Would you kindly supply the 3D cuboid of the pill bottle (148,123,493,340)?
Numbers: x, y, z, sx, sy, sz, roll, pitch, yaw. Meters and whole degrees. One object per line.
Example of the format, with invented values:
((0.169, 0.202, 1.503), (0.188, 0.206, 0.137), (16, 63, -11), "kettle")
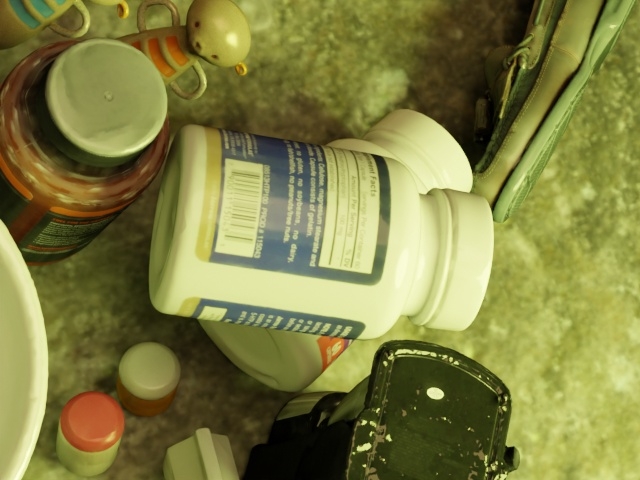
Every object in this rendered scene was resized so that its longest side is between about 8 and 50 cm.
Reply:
((0.000, 0.000, 0.964), (0.186, 0.112, 0.112), (9, 72, -13), "pill bottle")

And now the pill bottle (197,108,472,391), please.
((0.012, 0.000, 1.091), (0.108, 0.108, 0.193), (48, 64, -4), "pill bottle")

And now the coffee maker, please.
((0.020, 0.158, 1.010), (0.120, 0.178, 0.171), (43, 61, -6), "coffee maker")

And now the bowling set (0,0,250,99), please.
((-0.162, -0.193, 0.984), (0.287, 0.154, 0.200), (64, 34, -13), "bowling set")

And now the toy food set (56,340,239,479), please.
((-0.096, 0.162, 0.977), (0.111, 0.104, 0.232), (-9, 66, -16), "toy food set")

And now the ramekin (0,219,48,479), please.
((-0.303, 0.077, 0.919), (0.277, 0.135, 0.277), (7, 72, -21), "ramekin")

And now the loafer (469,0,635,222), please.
((0.158, -0.125, 1.213), (0.084, 0.096, 0.267), (28, 57, 8), "loafer")

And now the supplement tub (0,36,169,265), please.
((-0.154, -0.055, 0.985), (0.106, 0.198, 0.106), (6, 74, -22), "supplement tub")
